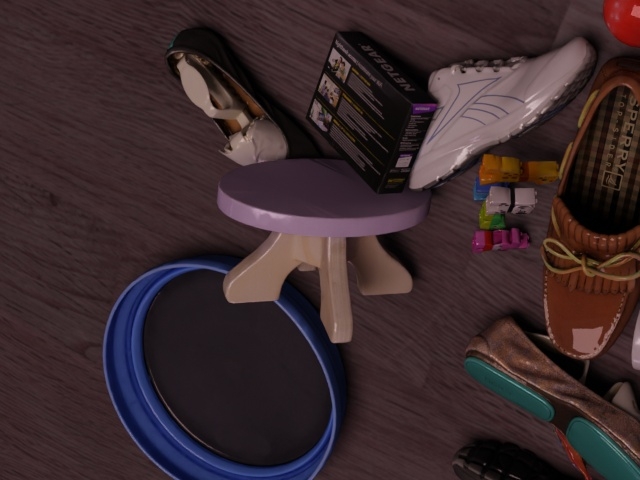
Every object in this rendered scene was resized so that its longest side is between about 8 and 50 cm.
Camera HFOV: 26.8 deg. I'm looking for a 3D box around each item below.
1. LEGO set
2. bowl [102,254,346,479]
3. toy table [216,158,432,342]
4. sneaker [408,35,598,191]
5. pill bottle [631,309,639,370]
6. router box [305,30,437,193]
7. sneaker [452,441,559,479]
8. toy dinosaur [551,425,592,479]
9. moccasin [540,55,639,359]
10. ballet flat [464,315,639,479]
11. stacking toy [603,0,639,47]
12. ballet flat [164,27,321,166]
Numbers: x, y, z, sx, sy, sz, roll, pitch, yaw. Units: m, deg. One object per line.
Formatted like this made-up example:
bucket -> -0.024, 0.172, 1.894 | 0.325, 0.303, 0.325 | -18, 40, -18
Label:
LEGO set -> 0.240, -0.054, 1.639 | 0.093, 0.227, 0.087 | -1, 75, 1
bowl -> -0.138, 0.201, 1.980 | 0.391, 0.077, 0.391 | 11, 116, 24
toy table -> 0.000, 0.000, 1.736 | 0.274, 0.252, 0.161 | 4, 118, -5
sneaker -> 0.198, -0.170, 1.629 | 0.297, 0.111, 0.129 | -30, 87, 32
pill bottle -> 0.504, 0.133, 1.569 | 0.264, 0.146, 0.146 | 12, 116, 23
router box -> 0.061, -0.162, 1.690 | 0.179, 0.046, 0.133 | 49, 131, 38
sneaker -> 0.295, 0.362, 1.807 | 0.267, 0.101, 0.106 | 23, 122, 18
toy dinosaur -> 0.336, 0.270, 1.767 | 0.047, 0.090, 0.082 | -33, 126, 19
moccasin -> 0.336, -0.024, 1.590 | 0.139, 0.147, 0.380 | 23, 120, 18
ballet flat -> 0.332, 0.203, 1.713 | 0.316, 0.106, 0.107 | 38, 157, 12
stacking toy -> 0.454, -0.191, 1.472 | 0.330, 0.141, 0.141 | 33, 123, 16
ballet flat -> -0.112, -0.161, 1.799 | 0.280, 0.096, 0.095 | 48, 123, 2
